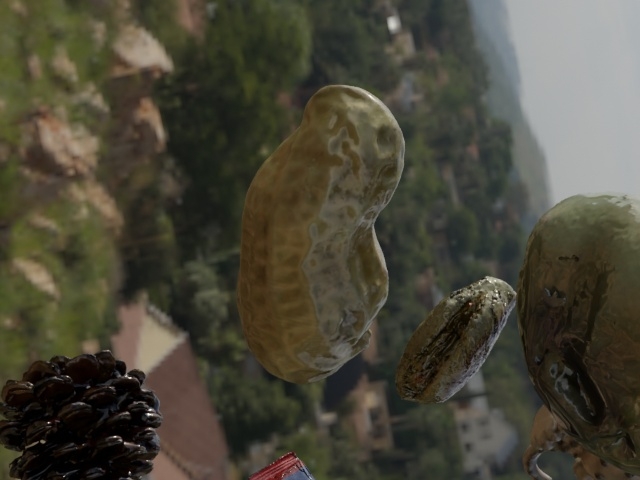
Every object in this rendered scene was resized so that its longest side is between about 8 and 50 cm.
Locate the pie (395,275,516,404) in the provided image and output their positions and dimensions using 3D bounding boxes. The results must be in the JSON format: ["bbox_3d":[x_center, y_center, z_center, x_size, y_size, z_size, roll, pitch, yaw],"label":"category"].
[{"bbox_3d":[0.174,0.128,1.878,0.163,0.079,0.193,-12,136,-59],"label":"pie"}]

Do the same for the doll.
[{"bbox_3d":[0.337,0.240,1.510,0.154,0.278,0.119,-57,-171,48],"label":"doll"}]

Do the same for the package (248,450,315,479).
[{"bbox_3d":[-0.007,0.367,2.059,0.200,0.083,0.022,41,-40,32],"label":"package"}]

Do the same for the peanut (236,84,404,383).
[{"bbox_3d":[0.000,0.000,1.447,0.140,0.153,0.325,-39,151,-50],"label":"peanut"}]

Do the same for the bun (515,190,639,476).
[{"bbox_3d":[0.268,0.090,1.254,0.273,0.168,0.273,45,-20,22],"label":"bun"}]

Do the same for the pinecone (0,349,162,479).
[{"bbox_3d":[-0.299,0.253,1.930,0.221,0.221,0.221,-11,90,-82],"label":"pinecone"}]
